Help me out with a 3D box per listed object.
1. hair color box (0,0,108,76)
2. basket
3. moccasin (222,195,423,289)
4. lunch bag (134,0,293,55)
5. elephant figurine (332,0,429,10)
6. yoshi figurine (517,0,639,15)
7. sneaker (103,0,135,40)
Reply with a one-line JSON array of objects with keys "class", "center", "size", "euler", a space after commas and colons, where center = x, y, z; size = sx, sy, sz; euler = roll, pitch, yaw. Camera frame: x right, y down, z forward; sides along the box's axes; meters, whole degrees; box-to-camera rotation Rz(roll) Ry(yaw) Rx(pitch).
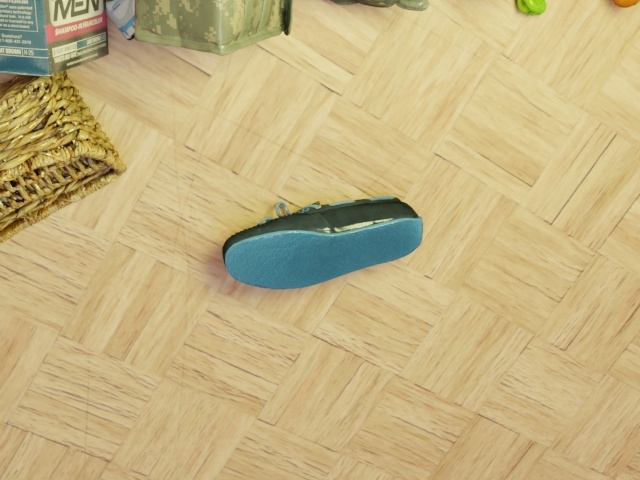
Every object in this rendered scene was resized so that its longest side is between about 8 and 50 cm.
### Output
[{"class": "hair color box", "center": [-0.377, -0.410, 1.158], "size": [0.105, 0.174, 0.347], "euler": [7, 113, 12]}, {"class": "basket", "center": [-0.459, -0.093, 1.263], "size": [0.299, 0.213, 0.223], "euler": [-27, 115, 0]}, {"class": "moccasin", "center": [0.000, 0.000, 1.464], "size": [0.342, 0.117, 0.138], "euler": [-6, 126, -15]}, {"class": "lunch bag", "center": [-0.119, -0.398, 1.186], "size": [0.169, 0.287, 0.235], "euler": [14, 117, 21]}, {"class": "elephant figurine", "center": [0.057, -0.473, 1.260], "size": [0.186, 0.169, 0.239], "euler": [4, 97, -45]}, {"class": "yoshi figurine", "center": [0.355, -0.432, 1.316], "size": [0.362, 0.203, 0.203], "euler": [8, 117, -13]}, {"class": "sneaker", "center": [-0.253, -0.391, 1.265], "size": [0.083, 0.071, 0.191], "euler": [39, 98, -14]}]
